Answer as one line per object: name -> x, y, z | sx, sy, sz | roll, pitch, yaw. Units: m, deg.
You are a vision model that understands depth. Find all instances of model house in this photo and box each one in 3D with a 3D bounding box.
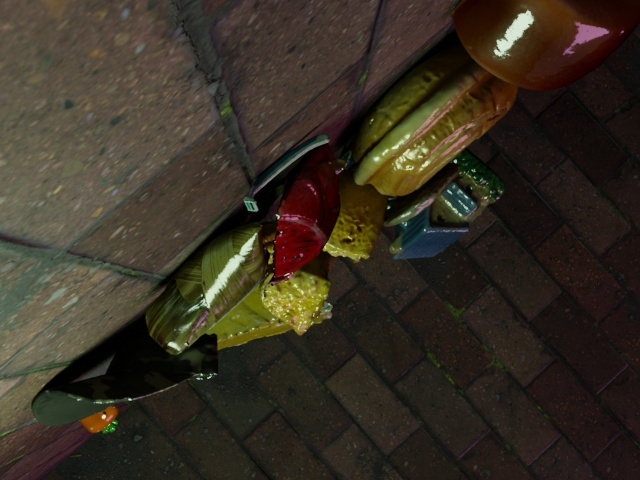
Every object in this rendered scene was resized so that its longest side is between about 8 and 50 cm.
model house -> 0.323, -0.147, 2.428 | 0.343, 0.382, 0.334 | -42, 177, -24

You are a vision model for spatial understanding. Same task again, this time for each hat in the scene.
hat -> -0.436, 0.272, 1.637 | 0.366, 0.257, 0.382 | -25, 150, 33

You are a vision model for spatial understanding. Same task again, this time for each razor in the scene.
razor -> -0.062, -0.127, 1.284 | 0.191, 0.037, 0.068 | -43, 173, -6

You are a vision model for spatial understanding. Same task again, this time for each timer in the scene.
timer -> -0.677, 0.541, 2.263 | 0.136, 0.136, 0.099 | -44, 170, 35

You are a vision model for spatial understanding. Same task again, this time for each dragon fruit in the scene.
dragon fruit -> -0.010, -0.071, 1.481 | 0.343, 0.100, 0.282 | 97, 14, -65

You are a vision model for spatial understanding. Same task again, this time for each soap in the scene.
soap -> -0.171, 0.251, 2.068 | 0.338, 0.304, 0.169 | -56, 179, -17

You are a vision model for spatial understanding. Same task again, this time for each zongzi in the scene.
zongzi -> -0.210, 0.083, 1.399 | 0.286, 0.134, 0.288 | -46, 180, -16

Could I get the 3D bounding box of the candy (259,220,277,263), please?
candy -> -0.148, 0.016, 1.660 | 0.106, 0.094, 0.199 | -2, -169, 26

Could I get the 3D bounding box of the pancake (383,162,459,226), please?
pancake -> 0.238, -0.108, 1.754 | 0.223, 0.042, 0.236 | -31, -169, 23

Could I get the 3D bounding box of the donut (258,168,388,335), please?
donut -> 0.000, 0.000, 1.866 | 0.435, 0.164, 0.377 | -55, -169, 32

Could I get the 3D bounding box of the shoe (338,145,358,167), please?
shoe -> 0.095, -0.203, 1.782 | 0.064, 0.071, 0.143 | -44, 173, 39

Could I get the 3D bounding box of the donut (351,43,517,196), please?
donut -> 0.249, -0.268, 1.640 | 0.449, 0.198, 0.449 | -39, 178, -2

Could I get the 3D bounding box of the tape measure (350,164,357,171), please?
tape measure -> 0.181, -0.217, 2.140 | 0.197, 0.120, 0.236 | -33, 178, -27

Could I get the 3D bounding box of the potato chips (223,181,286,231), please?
potato chips -> -0.116, -0.073, 1.511 | 0.209, 0.026, 0.142 | -42, 174, -18

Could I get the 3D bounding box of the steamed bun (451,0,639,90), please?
steamed bun -> 0.439, -0.423, 1.327 | 0.379, 0.248, 0.235 | -37, 174, -38
